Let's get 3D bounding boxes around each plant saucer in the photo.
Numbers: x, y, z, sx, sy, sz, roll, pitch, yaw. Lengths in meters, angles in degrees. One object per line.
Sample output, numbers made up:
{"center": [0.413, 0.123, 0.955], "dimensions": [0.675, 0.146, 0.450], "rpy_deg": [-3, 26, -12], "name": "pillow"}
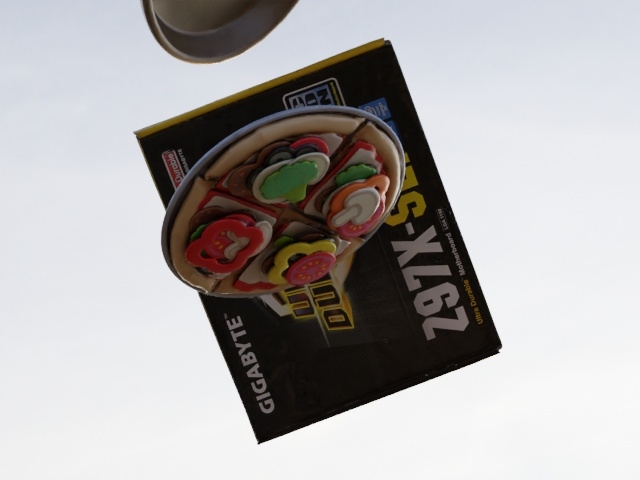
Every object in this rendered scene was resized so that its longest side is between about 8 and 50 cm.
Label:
{"center": [-0.085, -0.310, 1.260], "dimensions": [0.041, 0.278, 0.278], "rpy_deg": [36, -17, 26], "name": "plant saucer"}

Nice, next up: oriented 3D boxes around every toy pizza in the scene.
{"center": [-0.023, -0.019, 0.944], "dimensions": [0.201, 0.032, 0.201], "rpy_deg": [-18, -38, -15], "name": "toy pizza"}

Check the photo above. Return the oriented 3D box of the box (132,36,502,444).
{"center": [0.000, 0.000, 1.192], "dimensions": [0.257, 0.322, 0.079], "rpy_deg": [-20, 7, -1], "name": "box"}
